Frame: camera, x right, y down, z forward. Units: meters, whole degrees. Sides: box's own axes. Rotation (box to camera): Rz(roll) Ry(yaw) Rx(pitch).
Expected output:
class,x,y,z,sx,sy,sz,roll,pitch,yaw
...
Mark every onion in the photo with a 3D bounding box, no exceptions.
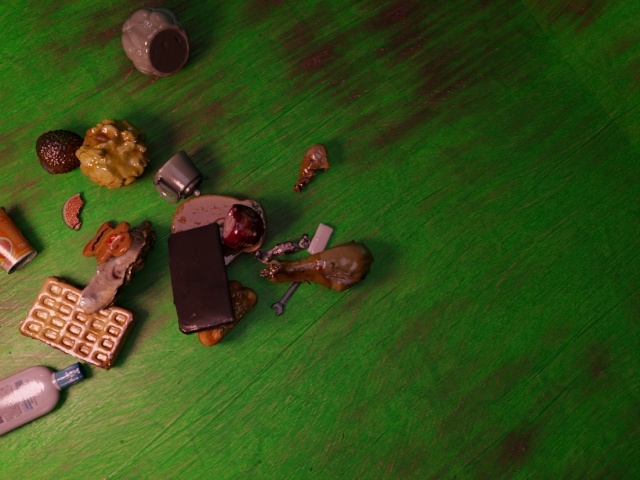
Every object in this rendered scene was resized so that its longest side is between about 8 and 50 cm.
class,x,y,z,sx,sy,sz,roll,pitch,yaw
onion,-0.275,-0.024,1.825,0.135,0.173,0.198,18,121,-18

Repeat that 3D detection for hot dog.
class,x,y,z,sx,sy,sz,roll,pitch,yaw
hot dog,-0.351,0.236,1.816,0.256,0.150,0.153,-45,100,-14

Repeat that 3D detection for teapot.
class,x,y,z,sx,sy,sz,roll,pitch,yaw
teapot,-0.493,-0.208,1.857,0.149,0.162,0.239,43,33,-5

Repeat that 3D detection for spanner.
class,x,y,z,sx,sy,sz,roll,pitch,yaw
spanner,-0.098,0.170,1.933,0.054,0.015,0.255,37,75,-2

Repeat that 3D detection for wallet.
class,x,y,z,sx,sy,sz,roll,pitch,yaw
wallet,-0.406,0.126,1.748,0.197,0.051,0.378,-15,67,1
wallet,0.000,0.000,1.974,0.061,0.025,0.122,29,76,-15

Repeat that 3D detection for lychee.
class,x,y,z,sx,sy,sz,roll,pitch,yaw
lychee,-0.902,-0.315,1.816,0.171,0.171,0.171,2,79,-10

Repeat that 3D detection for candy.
class,x,y,z,sx,sy,sz,roll,pitch,yaw
candy,-0.138,0.032,1.921,0.226,0.094,0.051,-17,65,-19

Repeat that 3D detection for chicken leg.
class,x,y,z,sx,sy,sz,roll,pitch,yaw
chicken leg,-0.033,-0.272,2.001,0.101,0.085,0.208,30,84,-15
chicken leg,-0.009,0.094,1.894,0.428,0.153,0.202,-4,75,-11

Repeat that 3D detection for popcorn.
class,x,y,z,sx,sy,sz,roll,pitch,yaw
popcorn,-0.706,-0.299,1.801,0.249,0.225,0.250,4,84,-45

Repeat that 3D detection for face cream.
class,x,y,z,sx,sy,sz,roll,pitch,yaw
face cream,-0.938,0.495,1.689,0.336,0.080,0.163,-25,84,-14

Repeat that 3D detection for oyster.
class,x,y,z,sx,sy,sz,roll,pitch,yaw
oyster,-0.633,0.079,1.730,0.111,0.204,0.396,49,54,-36

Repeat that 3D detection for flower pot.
class,x,y,z,sx,sy,sz,roll,pitch,yaw
flower pot,-0.601,-0.726,1.903,0.246,0.246,0.195,-40,56,-14

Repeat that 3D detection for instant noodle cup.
class,x,y,z,sx,sy,sz,roll,pitch,yaw
instant noodle cup,-1.057,0.008,1.730,0.168,0.168,0.185,-45,97,-15

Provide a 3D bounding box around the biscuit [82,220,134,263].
class,x,y,z,sx,sy,sz,roll,pitch,yaw
biscuit,-0.711,0.000,1.757,0.036,0.250,0.166,46,65,-41

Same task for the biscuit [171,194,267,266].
class,x,y,z,sx,sy,sz,roll,pitch,yaw
biscuit,-0.366,-0.026,1.902,0.343,0.057,0.288,1,80,-10

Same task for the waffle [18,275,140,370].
class,x,y,z,sx,sy,sz,roll,pitch,yaw
waffle,-0.806,0.275,1.750,0.327,0.098,0.224,25,75,-3

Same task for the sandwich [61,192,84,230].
class,x,y,z,sx,sy,sz,roll,pitch,yaw
sandwich,-0.877,-0.103,1.840,0.067,0.029,0.135,7,77,-14
